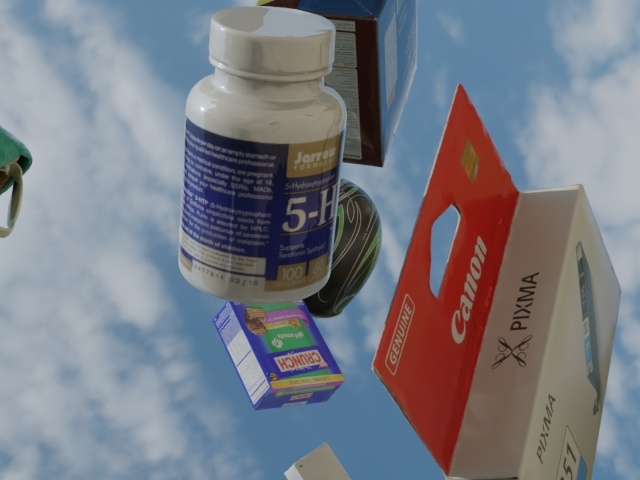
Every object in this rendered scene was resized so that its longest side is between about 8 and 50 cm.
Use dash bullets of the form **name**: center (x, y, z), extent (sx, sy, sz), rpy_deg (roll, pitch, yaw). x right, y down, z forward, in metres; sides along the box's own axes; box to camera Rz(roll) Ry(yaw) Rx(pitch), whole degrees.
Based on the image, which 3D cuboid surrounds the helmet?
- **helmet**: center (0.000, 0.000, 1.569), extent (0.169, 0.169, 0.162), rpy_deg (9, -68, -36)

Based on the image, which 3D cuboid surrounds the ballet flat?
- **ballet flat**: center (-0.326, -0.017, 1.123), extent (0.087, 0.083, 0.247), rpy_deg (26, -135, -7)

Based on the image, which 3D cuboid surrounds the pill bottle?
- **pill bottle**: center (-0.039, -0.061, 0.860), extent (0.112, 0.112, 0.187), rpy_deg (-17, -57, -40)

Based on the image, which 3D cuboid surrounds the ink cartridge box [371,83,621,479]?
- **ink cartridge box**: center (0.151, 0.064, 0.953), extent (0.261, 0.066, 0.296), rpy_deg (59, -143, -37)

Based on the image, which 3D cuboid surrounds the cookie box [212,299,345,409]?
- **cookie box**: center (-0.040, 0.106, 1.198), extent (0.091, 0.040, 0.107), rpy_deg (-1, -129, -41)

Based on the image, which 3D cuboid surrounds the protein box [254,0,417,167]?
- **protein box**: center (0.025, -0.226, 1.397), extent (0.201, 0.136, 0.200), rpy_deg (86, -162, -44)

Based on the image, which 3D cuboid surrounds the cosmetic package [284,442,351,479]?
- **cosmetic package**: center (0.045, 0.391, 1.665), extent (0.060, 0.099, 0.239), rpy_deg (-32, -99, -15)
